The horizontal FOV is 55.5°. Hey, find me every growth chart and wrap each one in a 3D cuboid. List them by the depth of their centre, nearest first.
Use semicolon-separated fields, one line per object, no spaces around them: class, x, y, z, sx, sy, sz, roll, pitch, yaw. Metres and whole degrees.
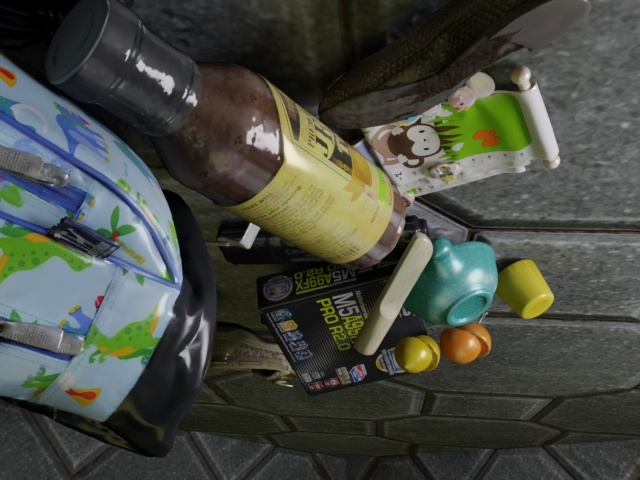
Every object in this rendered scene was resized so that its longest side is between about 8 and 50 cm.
growth chart;0.119;-0.090;0.619;0.237;0.021;0.172;-16;146;35

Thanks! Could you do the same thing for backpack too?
backpack;-0.256;-0.029;0.419;0.356;0.290;0.273;16;108;-31

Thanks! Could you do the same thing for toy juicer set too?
toy juicer set;0.146;0.081;0.794;0.329;0.089;0.209;17;123;-43

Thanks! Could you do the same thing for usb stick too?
usb stick;0.000;0.000;0.795;0.278;0.045;0.077;-2;146;13

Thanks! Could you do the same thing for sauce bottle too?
sauce bottle;-0.053;-0.072;0.510;0.111;0.111;0.344;-14;153;33

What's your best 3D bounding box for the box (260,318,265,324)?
box;0.036;0.120;1.023;0.220;0.051;0.175;18;150;-26

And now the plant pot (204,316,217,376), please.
plant pot;-0.331;0.156;0.979;0.229;0.263;0.263;16;158;20

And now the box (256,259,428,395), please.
box;0.047;0.129;0.917;0.216;0.060;0.270;-13;138;7

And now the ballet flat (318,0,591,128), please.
ballet flat;0.087;-0.149;0.476;0.084;0.058;0.250;-1;168;-38

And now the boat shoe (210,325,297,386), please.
boat shoe;-0.137;0.261;1.296;0.105;0.089;0.285;-15;148;34

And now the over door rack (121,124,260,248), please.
over door rack;-0.269;-0.024;0.719;0.324;0.108;0.239;-9;152;25

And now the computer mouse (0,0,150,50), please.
computer mouse;-0.187;-0.208;0.383;0.189;0.072;0.272;10;166;-15
